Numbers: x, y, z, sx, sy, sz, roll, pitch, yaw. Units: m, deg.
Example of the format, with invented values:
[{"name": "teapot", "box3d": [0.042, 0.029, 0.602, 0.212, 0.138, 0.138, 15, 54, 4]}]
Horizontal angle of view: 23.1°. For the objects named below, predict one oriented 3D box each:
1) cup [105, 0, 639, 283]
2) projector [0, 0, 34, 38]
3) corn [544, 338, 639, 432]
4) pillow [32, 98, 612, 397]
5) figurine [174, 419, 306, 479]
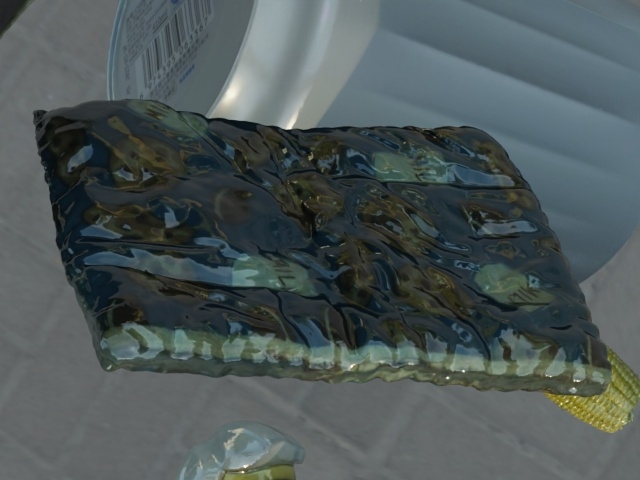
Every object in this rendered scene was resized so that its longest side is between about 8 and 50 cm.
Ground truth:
[{"name": "cup", "box3d": [0.025, -0.120, 1.094, 0.323, 0.326, 0.237, 35, 108, 56]}, {"name": "projector", "box3d": [-0.281, -0.231, 0.641, 0.405, 0.242, 0.395, 17, 57, 30]}, {"name": "corn", "box3d": [0.220, 0.108, 1.432, 0.165, 0.085, 0.063, 40, 122, -5]}, {"name": "pillow", "box3d": [0.001, -0.001, 0.730, 0.255, 0.034, 0.189, 3, 37, -22]}, {"name": "figurine", "box3d": [-0.053, 0.301, 1.699, 0.176, 0.133, 0.236, -36, 63, 0]}]
